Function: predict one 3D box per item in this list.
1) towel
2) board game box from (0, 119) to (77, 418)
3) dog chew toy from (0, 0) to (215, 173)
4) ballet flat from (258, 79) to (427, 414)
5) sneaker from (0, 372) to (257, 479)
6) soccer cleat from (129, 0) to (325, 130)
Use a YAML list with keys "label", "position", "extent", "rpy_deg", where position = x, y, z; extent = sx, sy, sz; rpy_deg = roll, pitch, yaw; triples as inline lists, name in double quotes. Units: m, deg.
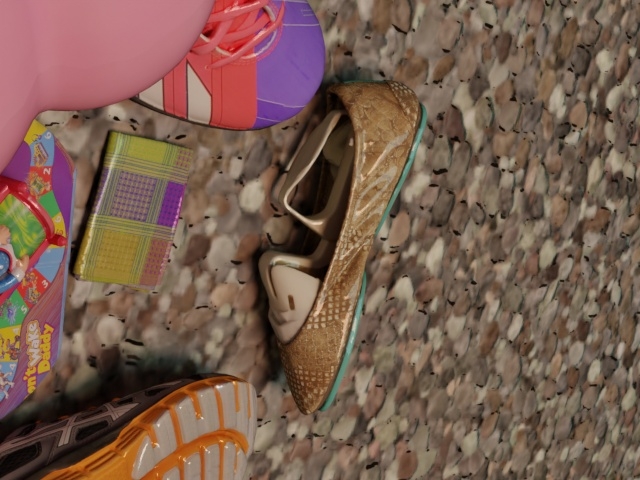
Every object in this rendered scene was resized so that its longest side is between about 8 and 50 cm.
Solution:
- label: "towel"
  position: [-0.100, -0.014, 0.729]
  extent: [0.060, 0.009, 0.083]
  rpy_deg: [10, 97, -47]
- label: "board game box"
  position: [-0.159, 0.020, 0.648]
  extent: [0.133, 0.033, 0.168]
  rpy_deg: [-7, 108, -53]
- label: "dog chew toy"
  position: [-0.181, -0.077, 0.432]
  extent: [0.332, 0.206, 0.206]
  rpy_deg: [-18, 119, -20]
- label: "ballet flat"
  position: [0.000, 0.000, 0.812]
  extent: [0.067, 0.073, 0.206]
  rpy_deg: [16, 90, -21]
- label: "sneaker"
  position: [-0.116, 0.117, 0.713]
  extent: [0.215, 0.083, 0.084]
  rpy_deg: [-20, 119, -46]
- label: "soccer cleat"
  position: [-0.078, -0.137, 0.624]
  extent: [0.318, 0.116, 0.108]
  rpy_deg: [40, 74, -47]
